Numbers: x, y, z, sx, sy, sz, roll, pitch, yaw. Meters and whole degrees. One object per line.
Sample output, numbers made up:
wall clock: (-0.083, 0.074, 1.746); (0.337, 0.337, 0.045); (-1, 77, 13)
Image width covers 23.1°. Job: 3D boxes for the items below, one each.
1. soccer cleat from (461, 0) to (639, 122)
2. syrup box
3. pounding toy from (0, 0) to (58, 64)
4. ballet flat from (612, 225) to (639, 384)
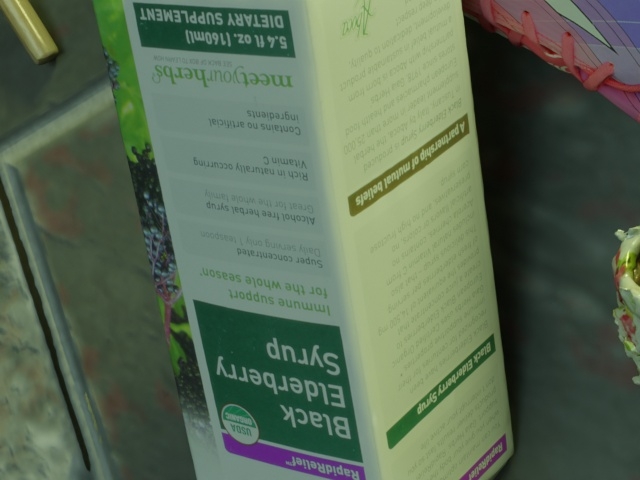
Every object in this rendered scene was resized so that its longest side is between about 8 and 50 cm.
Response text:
soccer cleat: (0.093, -0.091, 0.563); (0.248, 0.083, 0.095); (17, 106, 41)
syrup box: (0.000, 0.000, 0.587); (0.093, 0.096, 0.236); (10, 120, 35)
pounding toy: (-0.234, -0.082, 0.752); (0.155, 0.154, 0.269); (8, 98, 34)
ballet flat: (0.194, 0.024, 0.480); (0.241, 0.077, 0.091); (-3, 54, 37)
